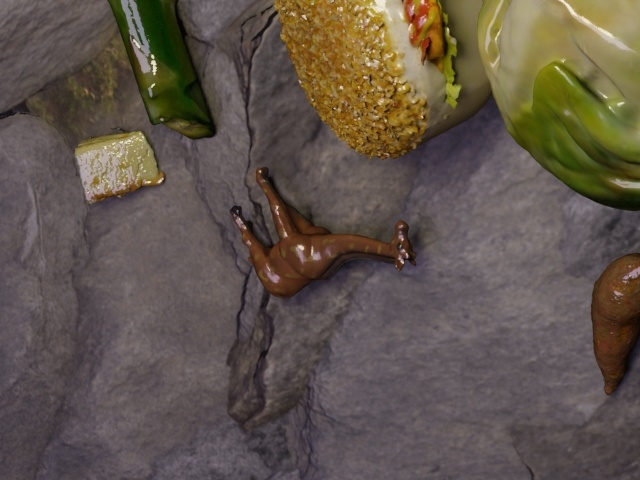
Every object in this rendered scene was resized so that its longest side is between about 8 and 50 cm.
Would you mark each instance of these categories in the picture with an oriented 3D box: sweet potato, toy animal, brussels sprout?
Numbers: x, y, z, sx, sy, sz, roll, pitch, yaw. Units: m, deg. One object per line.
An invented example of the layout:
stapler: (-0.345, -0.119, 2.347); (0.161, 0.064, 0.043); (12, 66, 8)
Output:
sweet potato: (0.312, 0.078, 1.969); (0.068, 0.068, 0.226); (33, 142, 23)
toy animal: (0.000, 0.000, 2.177); (0.230, 0.066, 0.224); (51, 130, 24)
brussels sprout: (0.276, -0.171, 1.703); (0.344, 0.268, 0.344); (21, 166, 5)

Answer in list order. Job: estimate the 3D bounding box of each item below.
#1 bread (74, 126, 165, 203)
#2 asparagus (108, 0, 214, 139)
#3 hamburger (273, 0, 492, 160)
bread: (-0.254, -0.102, 2.372); (0.109, 0.080, 0.084); (-16, 103, 7)
asparagus: (-0.209, -0.271, 2.211); (0.082, 0.085, 0.343); (12, 123, 62)
hamburger: (0.056, -0.225, 1.899); (0.276, 0.179, 0.294); (63, 156, 22)
